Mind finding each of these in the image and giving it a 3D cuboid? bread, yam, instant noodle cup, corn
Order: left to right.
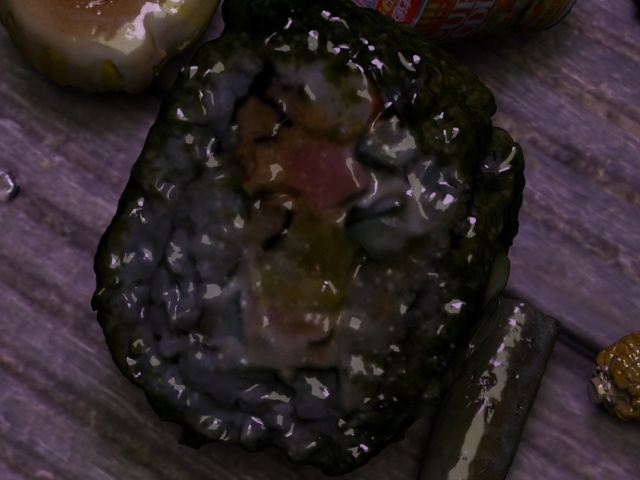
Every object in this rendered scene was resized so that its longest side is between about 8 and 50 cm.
[{"bbox_3d":[-0.186,-0.227,1.297,0.213,0.105,0.213,0,71,0],"label":"bread"},{"bbox_3d":[0.115,-0.251,1.263,0.212,0.193,0.193,-4,66,-38],"label":"instant noodle cup"},{"bbox_3d":[0.139,0.133,1.191,0.078,0.078,0.179,19,72,4],"label":"yam"},{"bbox_3d":[0.338,0.094,1.216,0.238,0.080,0.080,-17,71,-8],"label":"corn"}]

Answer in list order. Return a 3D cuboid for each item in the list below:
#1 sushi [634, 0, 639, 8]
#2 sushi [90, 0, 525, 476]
[{"bbox_3d":[0.343,-0.300,1.340,0.149,0.140,0.287,1,64,-43],"label":"sushi"},{"bbox_3d":[0.000,0.000,1.114,0.294,0.178,0.352,28,104,11],"label":"sushi"}]
